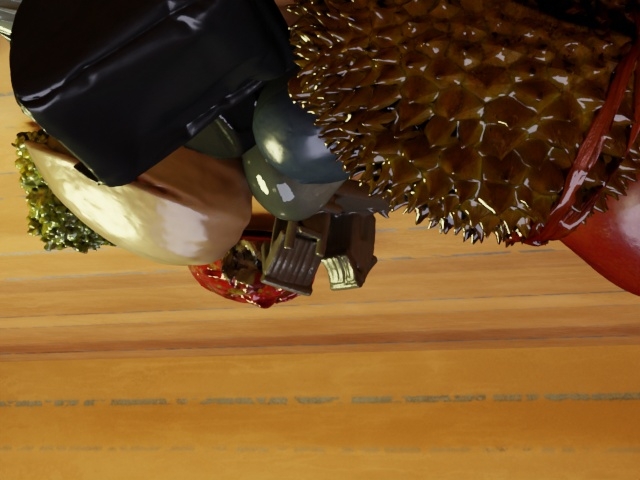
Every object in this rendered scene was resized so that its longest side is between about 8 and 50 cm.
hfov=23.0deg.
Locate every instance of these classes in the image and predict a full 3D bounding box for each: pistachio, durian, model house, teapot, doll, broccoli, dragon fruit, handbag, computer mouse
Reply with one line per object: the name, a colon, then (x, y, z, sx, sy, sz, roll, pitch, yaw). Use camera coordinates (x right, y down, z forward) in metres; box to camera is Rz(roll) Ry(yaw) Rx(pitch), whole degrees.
pistachio: (-0.234, -0.085, 2.036, 0.318, 0.193, 0.214, 23, -178, 8)
durian: (0.161, -0.162, 1.464, 0.385, 0.347, 0.347, -8, 166, -1)
model house: (-0.003, -0.006, 2.442, 0.229, 0.188, 0.122, 13, 179, -32)
teapot: (0.029, -0.128, 1.953, 0.251, 0.183, 0.183, -11, 164, 7)
doll: (0.047, -0.160, 1.735, 0.258, 0.154, 0.228, -23, 156, 31)
broccoli: (-0.325, -0.061, 2.249, 0.243, 0.180, 0.273, 6, 166, -16)
dragon fruit: (-0.124, 0.048, 2.666, 0.262, 0.134, 0.211, 3, 180, 5)
handbag: (-0.185, -0.206, 1.561, 0.275, 0.178, 0.302, -30, 163, 3)
computer mouse: (-0.180, -0.189, 1.870, 0.295, 0.087, 0.168, 17, 156, 32)

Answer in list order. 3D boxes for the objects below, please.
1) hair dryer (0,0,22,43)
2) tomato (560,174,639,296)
hair dryer: (-0.378, -0.253, 1.714, 0.229, 0.092, 0.267, 15, 170, -35)
tomato: (0.377, -0.088, 1.709, 0.293, 0.290, 0.325, 38, -177, -33)
